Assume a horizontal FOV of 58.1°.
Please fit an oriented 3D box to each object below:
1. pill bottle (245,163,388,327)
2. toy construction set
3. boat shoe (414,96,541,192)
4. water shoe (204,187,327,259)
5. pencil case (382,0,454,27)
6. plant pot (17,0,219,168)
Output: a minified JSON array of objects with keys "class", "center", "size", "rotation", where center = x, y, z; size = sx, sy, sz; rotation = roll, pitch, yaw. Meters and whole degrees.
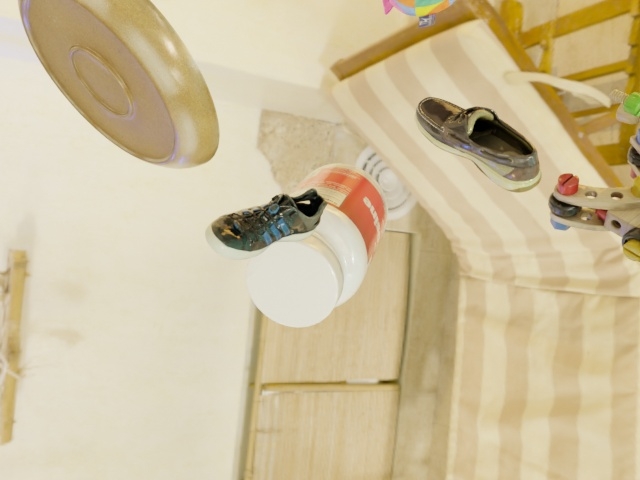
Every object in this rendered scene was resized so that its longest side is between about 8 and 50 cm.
[{"class":"pill bottle","center":[0.000,0.000,1.187],"size":[0.408,0.228,0.229],"rotation":[-56,-13,-62]},{"class":"toy construction set","center":[0.572,-0.095,0.972],"size":[0.237,0.257,0.309],"rotation":[49,138,45]},{"class":"boat shoe","center":[0.152,-0.107,0.559],"size":[0.152,0.056,0.049],"rotation":[41,157,33]},{"class":"water shoe","center":[-0.073,-0.034,0.801],"size":[0.073,0.203,0.080],"rotation":[47,126,19]},{"class":"pencil case","center":[0.102,-0.347,0.621],"size":[0.236,0.104,0.105],"rotation":[61,-159,-64]},{"class":"plant pot","center":[-0.196,-0.154,0.538],"size":[0.032,0.236,0.236],"rotation":[-50,10,-27]}]
